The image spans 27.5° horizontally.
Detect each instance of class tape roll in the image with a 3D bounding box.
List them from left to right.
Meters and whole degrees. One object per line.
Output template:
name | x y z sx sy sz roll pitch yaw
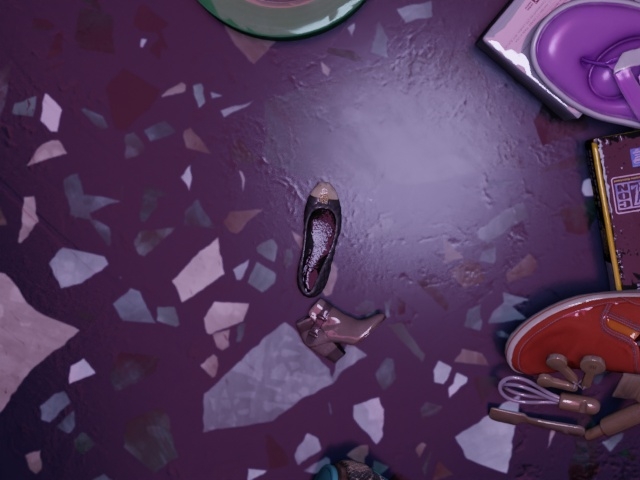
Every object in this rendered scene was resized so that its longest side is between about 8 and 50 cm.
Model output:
tape roll | -0.057 -0.451 1.889 0.321 0.077 0.321 0 94 1

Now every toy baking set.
toy baking set | 0.370 0.226 1.890 0.197 0.256 0.030 29 50 -16

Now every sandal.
sandal | 0.486 -0.210 1.779 0.416 0.102 0.169 23 95 -12

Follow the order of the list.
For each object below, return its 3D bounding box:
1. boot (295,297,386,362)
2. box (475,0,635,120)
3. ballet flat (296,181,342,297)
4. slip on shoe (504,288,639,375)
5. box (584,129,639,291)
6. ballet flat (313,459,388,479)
boot | 0.026 0.120 1.938 0.118 0.042 0.087 -41 90 2
box | 0.348 -0.295 1.872 0.182 0.119 0.181 39 93 -1
ballet flat | 0.000 0.000 1.926 0.058 0.049 0.173 7 93 -1
slip on shoe | 0.423 0.140 1.847 0.332 0.101 0.123 -10 130 12
box | 0.566 -0.051 1.906 0.322 0.079 0.257 -10 91 1
ballet flat | -0.018 0.556 1.916 0.182 0.164 0.482 30 91 -17
